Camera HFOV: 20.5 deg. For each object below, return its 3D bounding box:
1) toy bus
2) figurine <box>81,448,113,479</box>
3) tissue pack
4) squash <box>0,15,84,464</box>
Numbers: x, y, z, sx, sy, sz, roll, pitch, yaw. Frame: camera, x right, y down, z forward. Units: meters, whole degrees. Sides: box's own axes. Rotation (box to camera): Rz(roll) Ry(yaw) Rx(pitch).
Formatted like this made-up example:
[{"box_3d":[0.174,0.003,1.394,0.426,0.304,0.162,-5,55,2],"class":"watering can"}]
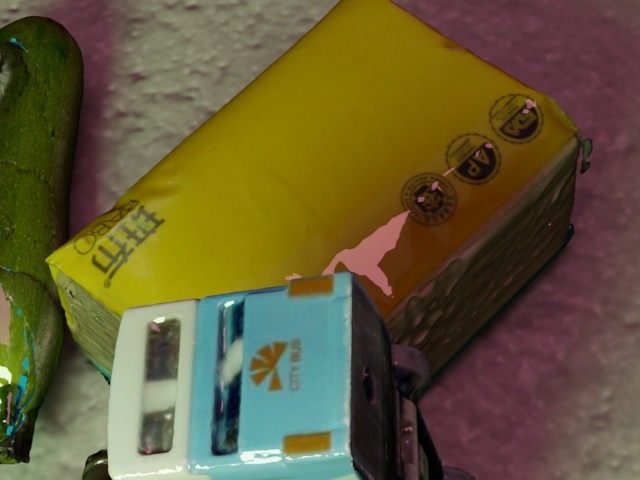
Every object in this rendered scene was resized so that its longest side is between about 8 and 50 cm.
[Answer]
[{"box_3d":[0.002,0.132,0.867,0.131,0.297,0.106,-6,57,11],"class":"toy bus"},{"box_3d":[-0.107,0.201,0.963,0.114,0.108,0.196,-1,39,-5],"class":"figurine"},{"box_3d":[0.000,0.000,1.042,0.192,0.134,0.271,36,68,27],"class":"tissue pack"},{"box_3d":[-0.193,-0.006,1.103,0.087,0.087,0.331,-6,58,4],"class":"squash"}]
